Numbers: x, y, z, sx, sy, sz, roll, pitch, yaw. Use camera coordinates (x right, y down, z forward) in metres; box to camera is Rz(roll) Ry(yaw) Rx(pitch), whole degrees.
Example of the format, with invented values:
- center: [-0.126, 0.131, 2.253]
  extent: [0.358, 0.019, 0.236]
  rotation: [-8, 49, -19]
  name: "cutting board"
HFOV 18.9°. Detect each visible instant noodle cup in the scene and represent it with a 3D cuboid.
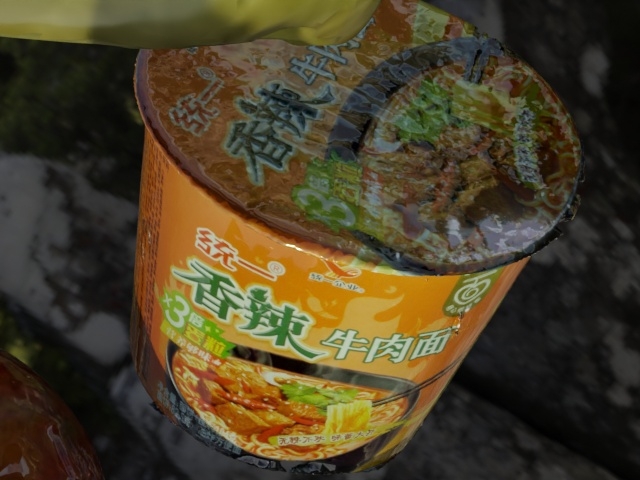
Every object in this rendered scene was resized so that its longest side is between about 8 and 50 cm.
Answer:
- center: [0.000, 0.000, 0.996]
  extent: [0.230, 0.230, 0.182]
  rotation: [53, 139, 35]
  name: "instant noodle cup"

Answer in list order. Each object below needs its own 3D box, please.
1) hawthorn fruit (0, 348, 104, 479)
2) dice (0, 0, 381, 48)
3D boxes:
- center: [-0.155, 0.111, 0.636]
  extent: [0.173, 0.173, 0.173]
  rotation: [-12, 64, 26]
  name: "hawthorn fruit"
- center: [-0.098, -0.185, 0.643]
  extent: [0.233, 0.238, 0.227]
  rotation: [-142, 53, -73]
  name: "dice"
